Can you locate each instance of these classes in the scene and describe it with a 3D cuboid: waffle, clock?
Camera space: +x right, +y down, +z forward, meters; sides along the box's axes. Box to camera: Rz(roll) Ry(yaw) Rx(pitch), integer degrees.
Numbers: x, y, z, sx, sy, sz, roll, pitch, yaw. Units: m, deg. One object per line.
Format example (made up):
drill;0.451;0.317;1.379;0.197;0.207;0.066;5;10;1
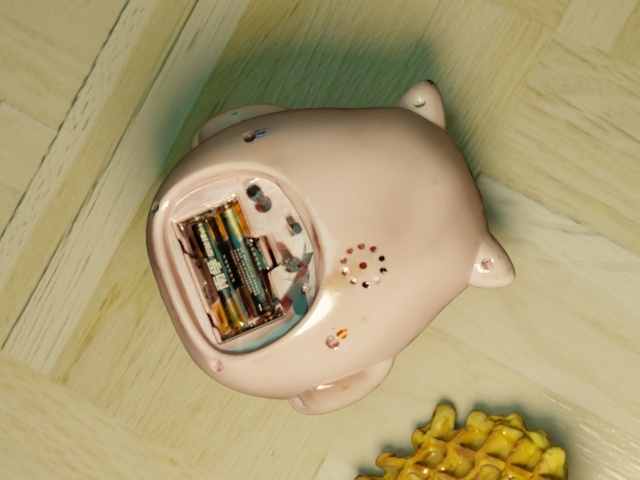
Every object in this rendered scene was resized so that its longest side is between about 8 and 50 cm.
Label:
waffle;0.157;0.313;1.801;0.283;0.065;0.309;-25;39;14
clock;0.000;0.000;1.835;0.377;0.250;0.368;-24;80;10
